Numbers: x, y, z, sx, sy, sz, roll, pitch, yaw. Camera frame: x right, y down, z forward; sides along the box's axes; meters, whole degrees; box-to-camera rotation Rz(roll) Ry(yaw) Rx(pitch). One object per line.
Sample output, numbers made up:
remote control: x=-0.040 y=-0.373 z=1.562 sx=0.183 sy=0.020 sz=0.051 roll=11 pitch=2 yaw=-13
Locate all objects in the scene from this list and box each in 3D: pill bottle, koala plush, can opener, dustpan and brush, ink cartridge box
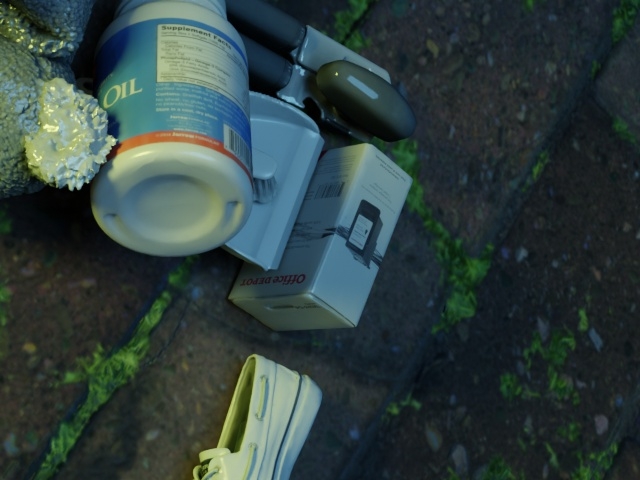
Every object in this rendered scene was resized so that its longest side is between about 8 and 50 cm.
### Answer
pill bottle: x=-0.116 y=-0.107 z=1.480 sx=0.124 sy=0.124 sz=0.221 roll=29 pitch=39 yaw=-32
koala plush: x=-0.233 y=-0.134 z=1.416 sx=0.203 sy=0.196 sz=0.221 roll=-3 pitch=82 yaw=-49
can opener: x=-0.036 y=-0.169 z=1.640 sx=0.280 sy=0.093 sz=0.074 roll=26 pitch=69 yaw=-28
dustpan and brush: x=-0.108 y=-0.081 z=1.580 sx=0.211 sy=0.060 sz=0.147 roll=22 pitch=64 yaw=-4
ink cartridge box: x=0.000 y=0.000 z=1.626 sx=0.063 sy=0.109 sz=0.150 roll=38 pitch=63 yaw=-33

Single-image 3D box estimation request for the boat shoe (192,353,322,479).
boat shoe: x=-0.072 y=0.199 z=1.574 sx=0.076 sy=0.083 sz=0.226 roll=33 pitch=53 yaw=-18
